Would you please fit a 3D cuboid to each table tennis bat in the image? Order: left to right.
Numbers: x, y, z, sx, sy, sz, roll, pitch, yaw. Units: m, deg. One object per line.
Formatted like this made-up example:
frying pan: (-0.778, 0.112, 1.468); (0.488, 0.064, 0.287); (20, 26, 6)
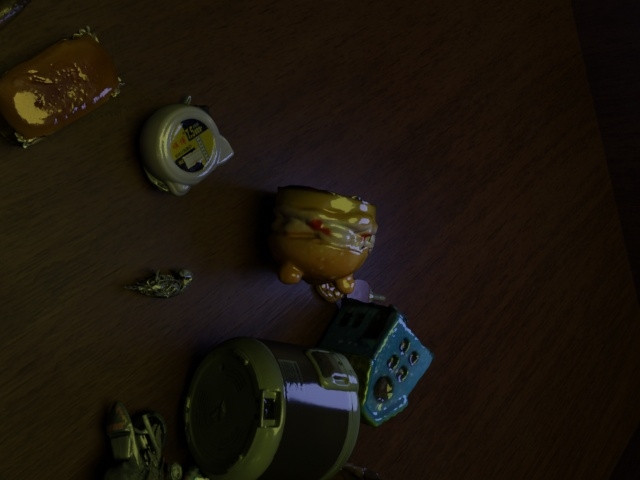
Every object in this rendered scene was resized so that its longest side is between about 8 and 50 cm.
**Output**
table tennis bat: (0.127, 0.155, 1.904); (0.157, 0.013, 0.087); (10, 82, -41)

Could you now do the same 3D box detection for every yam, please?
yam: (-0.536, -0.456, 1.236); (0.327, 0.045, 0.045); (-54, 147, -29)

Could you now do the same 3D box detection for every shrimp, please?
shrimp: (-0.340, 0.091, 1.431); (0.165, 0.057, 0.065); (3, 105, -53)

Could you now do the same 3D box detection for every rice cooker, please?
rice cooker: (-0.096, 0.375, 1.494); (0.325, 0.335, 0.335); (17, 80, -42)

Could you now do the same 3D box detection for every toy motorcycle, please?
toy motorcycle: (-0.370, 0.482, 1.339); (0.173, 0.108, 0.307); (39, 40, -54)

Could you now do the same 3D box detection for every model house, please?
model house: (0.104, 0.334, 1.738); (0.215, 0.237, 0.303); (49, 62, -31)

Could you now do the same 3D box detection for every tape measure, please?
tape measure: (-0.297, -0.205, 1.436); (0.196, 0.105, 0.178); (-39, 124, -34)

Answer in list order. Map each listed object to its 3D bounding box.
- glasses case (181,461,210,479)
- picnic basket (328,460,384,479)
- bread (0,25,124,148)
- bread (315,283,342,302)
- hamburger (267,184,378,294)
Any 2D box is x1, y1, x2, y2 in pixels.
glasses case: (-0.231, 0.642, 1.535); (0.125, 0.076, 0.327); (-21, 105, -39)
picnic basket: (0.082, 0.711, 1.671); (0.337, 0.337, 0.293); (46, 62, -34)
bread: (-0.490, -0.279, 1.243); (0.241, 0.107, 0.136); (-45, 117, -33)
bread: (0.030, 0.112, 1.800); (0.110, 0.024, 0.110); (-1, 91, -44)
hamburger: (0.000, 0.000, 1.611); (0.276, 0.276, 0.236); (12, 85, -43)
